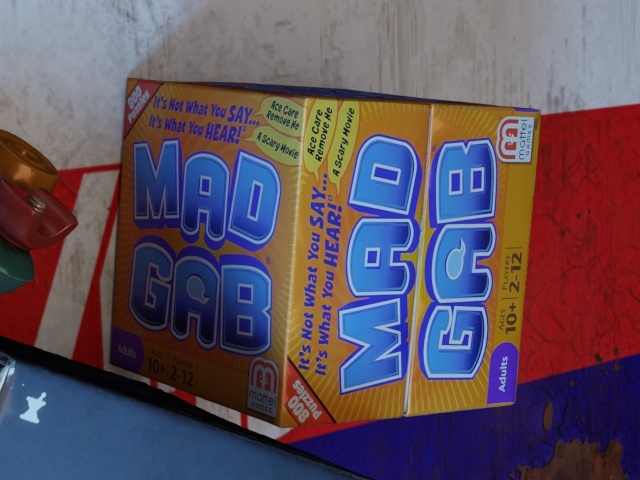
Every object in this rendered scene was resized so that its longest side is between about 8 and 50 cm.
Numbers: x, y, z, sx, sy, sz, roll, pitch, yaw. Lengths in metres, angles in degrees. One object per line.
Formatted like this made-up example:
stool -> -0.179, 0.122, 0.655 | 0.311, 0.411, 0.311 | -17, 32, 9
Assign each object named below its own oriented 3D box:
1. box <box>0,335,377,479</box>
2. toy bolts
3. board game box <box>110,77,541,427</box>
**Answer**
box -> -0.285, 0.269, 1.691 | 0.480, 0.472, 0.297 | 25, 81, -38
toy bolts -> -0.373, -0.019, 1.766 | 0.158, 0.228, 0.218 | -52, 151, 10
board game box -> 0.000, 0.000, 1.950 | 0.356, 0.356, 0.356 | -1, 98, -38
